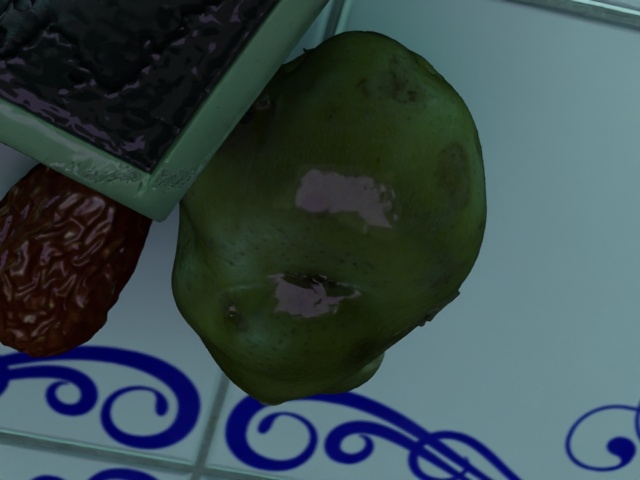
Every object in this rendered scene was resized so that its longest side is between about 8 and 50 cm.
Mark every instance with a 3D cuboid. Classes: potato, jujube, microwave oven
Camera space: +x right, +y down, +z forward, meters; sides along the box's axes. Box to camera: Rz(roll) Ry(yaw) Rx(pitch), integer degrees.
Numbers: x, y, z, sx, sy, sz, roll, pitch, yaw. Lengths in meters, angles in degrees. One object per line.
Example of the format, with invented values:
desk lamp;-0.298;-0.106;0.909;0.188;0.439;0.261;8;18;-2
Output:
potato;-0.003;-0.002;1.345;0.218;0.202;0.351;-4;139;-14
jujube;-0.195;0.004;1.392;0.112;0.109;0.176;3;124;-50
microwave oven;-0.074;-0.236;1.119;0.218;0.286;0.355;28;118;-21
